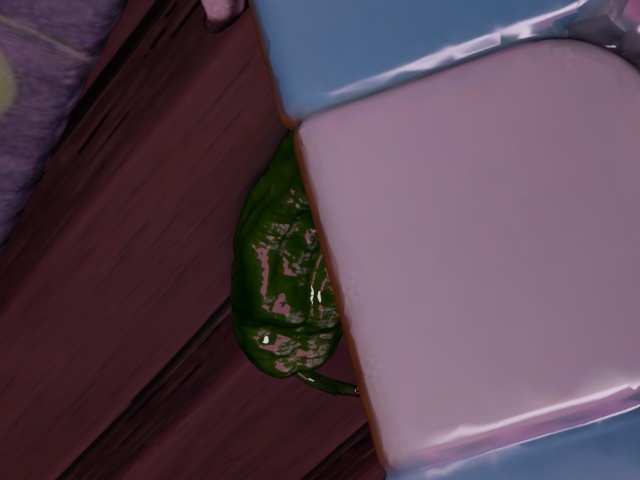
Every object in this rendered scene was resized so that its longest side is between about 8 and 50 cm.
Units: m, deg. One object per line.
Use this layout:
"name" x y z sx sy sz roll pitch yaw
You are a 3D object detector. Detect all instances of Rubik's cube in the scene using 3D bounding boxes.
"Rubik's cube" 0.203 -0.013 0.599 0.346 0.344 0.347 -17 170 14

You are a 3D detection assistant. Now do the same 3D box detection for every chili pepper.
"chili pepper" 0.003 -0.003 0.895 0.100 0.074 0.257 5 142 -16

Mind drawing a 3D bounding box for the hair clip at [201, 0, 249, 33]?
"hair clip" -0.079 -0.206 0.589 0.101 0.085 0.331 6 145 4

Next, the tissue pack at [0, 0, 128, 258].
"tissue pack" -0.212 -0.122 0.571 0.288 0.124 0.394 23 144 -12
